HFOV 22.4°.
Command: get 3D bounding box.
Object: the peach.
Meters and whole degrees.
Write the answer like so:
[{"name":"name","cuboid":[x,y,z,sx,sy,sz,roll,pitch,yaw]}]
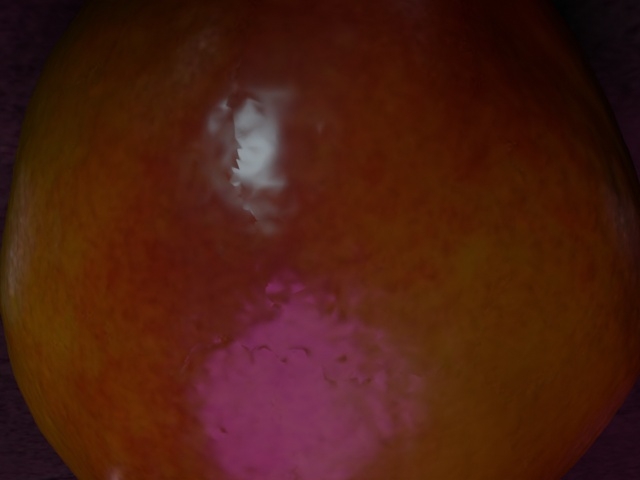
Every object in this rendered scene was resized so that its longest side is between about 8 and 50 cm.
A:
[{"name":"peach","cuboid":[-0.003,0.003,0.702,0.289,0.289,0.308,1,154,2]}]
